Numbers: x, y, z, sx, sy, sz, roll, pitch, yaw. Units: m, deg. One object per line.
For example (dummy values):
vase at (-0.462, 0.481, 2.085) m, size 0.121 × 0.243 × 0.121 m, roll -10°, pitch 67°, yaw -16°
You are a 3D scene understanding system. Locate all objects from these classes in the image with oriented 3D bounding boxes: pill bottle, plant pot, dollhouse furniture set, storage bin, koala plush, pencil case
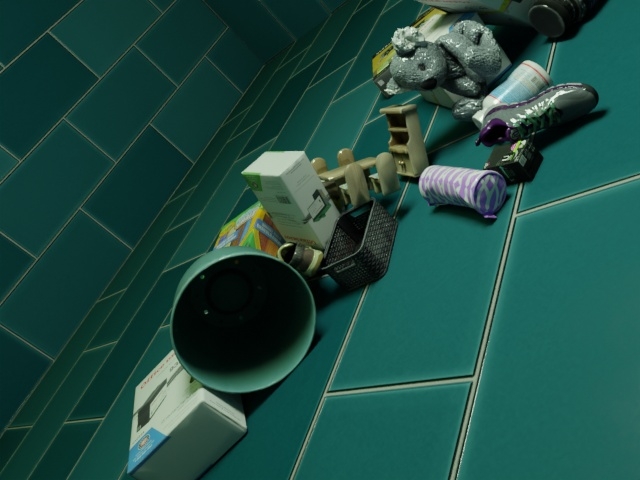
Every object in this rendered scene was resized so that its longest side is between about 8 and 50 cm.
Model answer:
pill bottle at (0.398, -0.290, 1.280) m, size 0.160 × 0.087 × 0.087 m, roll -43°, pitch 24°, yaw 6°
plant pot at (-0.181, 0.143, 1.321) m, size 0.293 × 0.293 × 0.235 m, roll -48°, pitch 21°, yaw -3°
dollhouse furniture set at (0.109, -0.200, 1.407) m, size 0.242 × 0.160 × 0.212 m, roll -21°, pitch 18°, yaw -17°
storage bin at (0.086, 0.008, 1.336) m, size 0.122 × 0.084 × 0.180 m, roll -28°, pitch 29°, yaw 38°
koala plush at (0.254, -0.385, 1.353) m, size 0.221 × 0.196 × 0.203 m, roll -4°, pitch 56°, yaw -2°
pill bottle at (0.574, -0.571, 1.390) m, size 0.219 × 0.123 × 0.123 m, roll -51°, pitch 24°, yaw -9°
pencil case at (0.271, -0.100, 1.200) m, size 0.206 × 0.086 × 0.088 m, roll -157°, pitch 75°, yaw -68°

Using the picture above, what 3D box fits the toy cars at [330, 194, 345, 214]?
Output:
toy cars at (-0.018, -0.112, 1.698) m, size 0.177 × 0.087 × 0.394 m, roll -25°, pitch 15°, yaw -19°

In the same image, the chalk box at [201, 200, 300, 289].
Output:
chalk box at (-0.158, 0.026, 1.600) m, size 0.179 × 0.180 × 0.289 m, roll -32°, pitch 29°, yaw 31°

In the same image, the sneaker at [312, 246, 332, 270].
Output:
sneaker at (0.000, 0.000, 1.522) m, size 0.082 × 0.069 × 0.209 m, roll -31°, pitch 28°, yaw 16°

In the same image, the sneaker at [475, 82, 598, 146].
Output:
sneaker at (0.402, -0.221, 1.150) m, size 0.224 × 0.083 × 0.098 m, roll -10°, pitch 38°, yaw 45°

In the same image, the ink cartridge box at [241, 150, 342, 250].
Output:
ink cartridge box at (-0.060, -0.093, 1.429) m, size 0.092 × 0.219 × 0.160 m, roll -46°, pitch 32°, yaw -24°

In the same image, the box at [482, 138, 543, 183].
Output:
box at (0.361, -0.146, 1.155) m, size 0.083 × 0.052 × 0.062 m, roll -8°, pitch 44°, yaw 57°

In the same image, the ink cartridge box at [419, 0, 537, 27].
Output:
ink cartridge box at (0.380, -0.613, 1.481) m, size 0.226 × 0.306 × 0.131 m, roll 27°, pitch 112°, yaw 46°

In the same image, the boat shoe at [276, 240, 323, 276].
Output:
boat shoe at (-0.061, 0.034, 1.385) m, size 0.080 × 0.073 × 0.223 m, roll -63°, pitch 18°, yaw -8°

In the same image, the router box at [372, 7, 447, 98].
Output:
router box at (0.308, -0.620, 1.967) m, size 0.309 × 0.081 × 0.243 m, roll -36°, pitch 26°, yaw 24°

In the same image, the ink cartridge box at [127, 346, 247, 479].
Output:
ink cartridge box at (-0.296, 0.366, 1.350) m, size 0.223 × 0.129 × 0.307 m, roll -46°, pitch 23°, yaw 6°

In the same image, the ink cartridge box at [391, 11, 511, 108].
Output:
ink cartridge box at (0.327, -0.457, 1.564) m, size 0.171 × 0.168 × 0.232 m, roll -44°, pitch 23°, yaw 4°
